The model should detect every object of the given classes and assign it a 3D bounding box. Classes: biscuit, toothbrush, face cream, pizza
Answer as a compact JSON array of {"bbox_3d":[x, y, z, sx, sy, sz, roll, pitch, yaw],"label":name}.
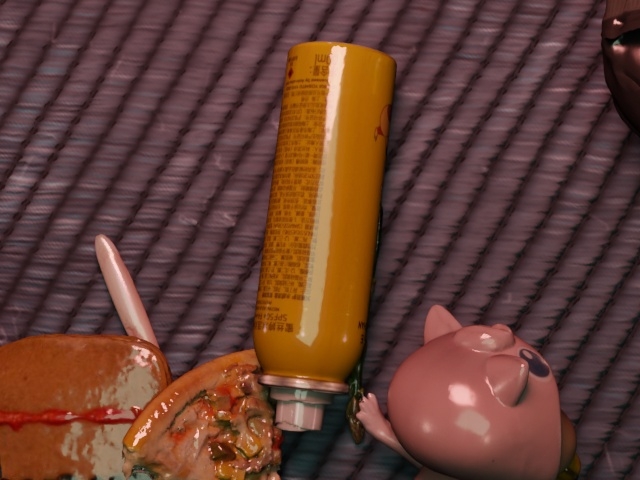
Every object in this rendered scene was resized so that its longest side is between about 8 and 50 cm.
[{"bbox_3d":[-0.270,0.218,1.275,0.262,0.052,0.277,6,88,9],"label":"biscuit"},{"bbox_3d":[-0.151,0.134,1.299,0.025,0.029,0.307,-24,85,5],"label":"toothbrush"},{"bbox_3d":[0.000,0.000,1.257,0.105,0.105,0.349,7,84,4],"label":"face cream"},{"bbox_3d":[-0.080,0.208,1.257,0.185,0.052,0.195,-34,104,-32],"label":"pizza"}]

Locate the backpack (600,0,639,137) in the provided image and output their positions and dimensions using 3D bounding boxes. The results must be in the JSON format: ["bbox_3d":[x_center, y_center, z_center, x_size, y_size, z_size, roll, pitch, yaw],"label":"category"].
[{"bbox_3d":[0.456,-0.143,1.182,0.445,0.255,0.363,27,81,8],"label":"backpack"}]

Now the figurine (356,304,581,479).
[{"bbox_3d":[0.140,0.204,1.237,0.186,0.176,0.287,-6,105,-38],"label":"figurine"}]

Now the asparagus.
[{"bbox_3d":[0.040,0.076,1.298,0.023,0.022,0.233,7,85,-38],"label":"asparagus"}]
